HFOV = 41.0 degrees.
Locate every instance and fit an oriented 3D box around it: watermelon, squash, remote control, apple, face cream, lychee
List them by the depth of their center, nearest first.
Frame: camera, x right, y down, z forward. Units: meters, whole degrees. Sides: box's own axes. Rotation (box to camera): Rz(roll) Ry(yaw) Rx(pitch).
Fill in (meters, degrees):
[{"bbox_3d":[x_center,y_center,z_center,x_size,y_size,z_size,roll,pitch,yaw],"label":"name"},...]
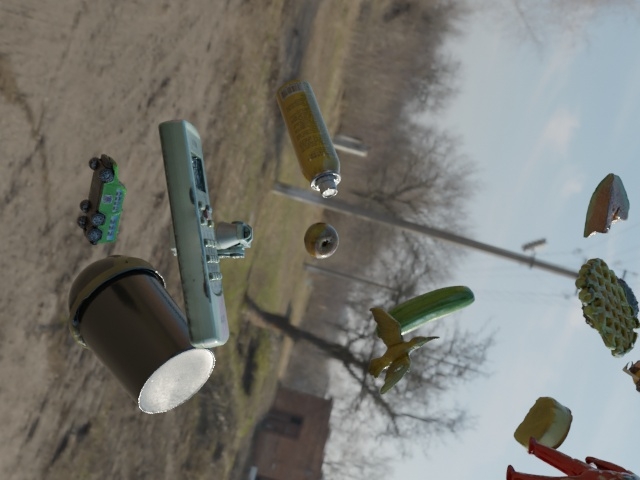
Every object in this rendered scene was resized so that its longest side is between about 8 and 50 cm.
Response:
[{"bbox_3d":[-0.191,-0.008,1.312,0.145,0.050,0.344,41,40,-88],"label":"remote control"},{"bbox_3d":[0.659,-0.079,1.937,0.080,0.101,0.155,-119,-155,-78],"label":"watermelon"},{"bbox_3d":[0.000,0.000,2.101,0.074,0.089,0.090,14,-93,49],"label":"apple"},{"bbox_3d":[-0.025,-0.266,2.277,0.105,0.104,0.349,105,-30,-57],"label":"face cream"},{"bbox_3d":[0.280,0.187,2.313,0.082,0.292,0.082,158,-90,-87],"label":"squash"},{"bbox_3d":[0.802,0.175,2.386,0.171,0.171,0.171,16,90,-89],"label":"lychee"}]

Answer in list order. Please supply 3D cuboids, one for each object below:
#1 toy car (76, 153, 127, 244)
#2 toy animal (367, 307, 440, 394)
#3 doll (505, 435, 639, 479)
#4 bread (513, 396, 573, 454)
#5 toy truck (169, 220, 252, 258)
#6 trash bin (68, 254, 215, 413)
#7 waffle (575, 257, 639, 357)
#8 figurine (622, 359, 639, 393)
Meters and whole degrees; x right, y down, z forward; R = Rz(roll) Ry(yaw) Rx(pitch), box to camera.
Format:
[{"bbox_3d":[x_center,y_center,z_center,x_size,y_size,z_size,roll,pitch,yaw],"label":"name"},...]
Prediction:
[{"bbox_3d":[-0.396,-0.075,1.567,0.071,0.062,0.165,38,-62,49],"label":"toy car"},{"bbox_3d":[0.175,0.235,1.825,0.095,0.155,0.219,92,-13,-48],"label":"toy animal"},{"bbox_3d":[0.598,0.525,1.812,0.188,0.383,0.099,-32,128,-50],"label":"doll"},{"bbox_3d":[0.571,0.477,2.170,0.156,0.086,0.125,-52,-166,-2],"label":"bread"},{"bbox_3d":[-0.318,-0.010,2.498,0.140,0.256,0.108,57,33,-77],"label":"toy truck"},{"bbox_3d":[-0.375,0.168,1.699,0.214,0.334,0.214,-30,148,-22],"label":"trash bin"},{"bbox_3d":[0.538,0.123,1.597,0.036,0.184,0.169,-27,-177,39],"label":"waffle"},{"bbox_3d":[0.720,0.221,1.731,0.116,0.174,0.240,46,-56,38],"label":"figurine"}]
